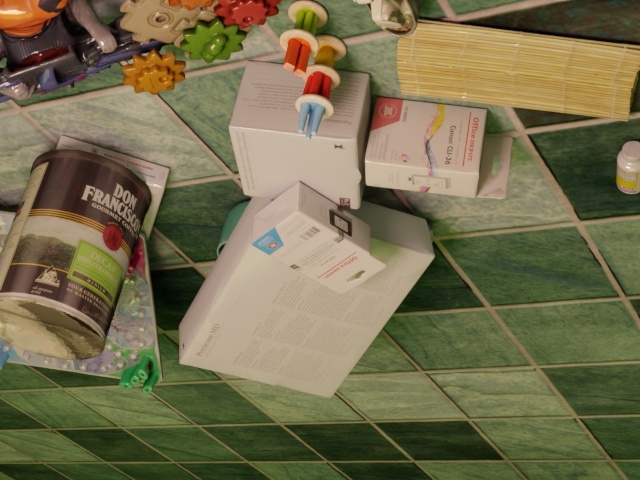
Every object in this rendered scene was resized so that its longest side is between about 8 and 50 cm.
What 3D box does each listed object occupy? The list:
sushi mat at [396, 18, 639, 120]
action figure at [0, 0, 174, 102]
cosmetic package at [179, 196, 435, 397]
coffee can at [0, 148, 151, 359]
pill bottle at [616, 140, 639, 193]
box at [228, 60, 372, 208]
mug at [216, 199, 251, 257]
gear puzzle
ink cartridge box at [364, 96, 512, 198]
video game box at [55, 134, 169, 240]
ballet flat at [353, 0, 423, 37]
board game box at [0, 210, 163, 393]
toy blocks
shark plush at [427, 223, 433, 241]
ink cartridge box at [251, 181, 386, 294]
[{"bbox_3d":[0.257,-0.224,1.544,0.317,0.019,0.151,8,152,8],"label":"sushi mat"},{"bbox_3d":[-0.336,-0.313,1.534,0.341,0.178,0.330,-17,159,-9],"label":"action figure"},{"bbox_3d":[-0.032,0.084,1.914,0.285,0.097,0.377,15,130,-23],"label":"cosmetic package"},{"bbox_3d":[-0.402,0.024,1.873,0.202,0.275,0.201,9,150,5],"label":"coffee can"},{"bbox_3d":[0.440,-0.104,1.661,0.043,0.043,0.083,4,150,14],"label":"pill bottle"},{"bbox_3d":[-0.022,-0.148,1.681,0.182,0.119,0.181,7,150,8],"label":"box"},{"bbox_3d":[-0.088,-0.006,1.980,0.158,0.097,0.129,16,150,-8],"label":"mug"},{"bbox_3d":[-0.153,-0.277,1.473,0.176,0.044,0.339,13,144,-37],"label":"gear puzzle"},{"bbox_3d":[0.168,-0.129,1.648,0.198,0.115,0.067,7,150,7],"label":"ink cartridge box"},{"bbox_3d":[-0.364,-0.085,1.997,0.187,0.048,0.205,15,151,-10],"label":"video game box"},{"bbox_3d":[0.067,-0.297,1.379,0.072,0.068,0.213,5,168,27],"label":"ballet flat"},{"bbox_3d":[-0.500,0.119,2.181,0.390,0.050,0.389,7,131,9],"label":"board game box"},{"bbox_3d":[-0.016,-0.217,1.526,0.054,0.148,0.123,-3,148,25],"label":"toy blocks"},{"bbox_3d":[0.118,-0.011,1.973,0.161,0.073,0.067,17,138,35],"label":"shark plush"},{"bbox_3d":[0.000,0.000,1.726,0.180,0.060,0.104,31,131,-31],"label":"ink cartridge box"}]
